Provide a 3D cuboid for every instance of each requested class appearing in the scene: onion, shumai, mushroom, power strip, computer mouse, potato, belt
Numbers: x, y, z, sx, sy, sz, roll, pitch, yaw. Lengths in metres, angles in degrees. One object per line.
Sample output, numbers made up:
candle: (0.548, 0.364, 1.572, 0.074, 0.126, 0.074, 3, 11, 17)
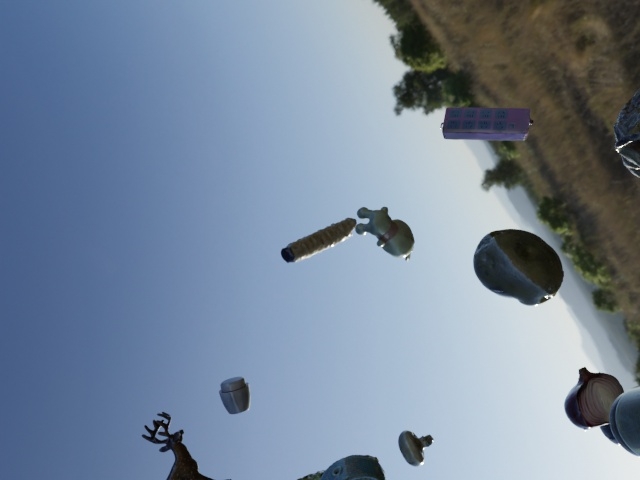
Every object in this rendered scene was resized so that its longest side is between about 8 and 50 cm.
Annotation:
onion: (0.715, 0.424, 1.626, 0.205, 0.098, 0.151, -14, -113, -33)
shumai: (0.834, -0.290, 1.468, 0.267, 0.314, 0.262, 29, -156, 37)
mushroom: (0.219, 0.463, 1.367, 0.085, 0.079, 0.085, -24, -90, -82)
power strip: (0.509, -0.360, 1.867, 0.037, 0.278, 0.109, 67, -147, -53)
computer mouse: (0.997, 0.644, 2.050, 0.122, 0.073, 0.217, 48, -174, 22)
potato: (0.490, 0.065, 1.504, 0.160, 0.178, 0.235, 21, -162, -42)
belt: (0.060, 0.507, 1.201, 0.148, 0.163, 0.082, 53, -174, -20)

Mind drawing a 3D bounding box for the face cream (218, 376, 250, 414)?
face cream: (-0.251, 0.458, 1.792, 0.091, 0.091, 0.095, -21, -82, -75)

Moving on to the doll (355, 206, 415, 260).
doll: (0.244, -0.021, 2.095, 0.275, 0.113, 0.155, 32, -123, -27)

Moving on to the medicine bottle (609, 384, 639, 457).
medicine bottle: (0.681, 0.329, 1.125, 0.151, 0.151, 0.322, 63, 168, 17)

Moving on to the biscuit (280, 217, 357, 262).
biscuit: (0.000, 0.000, 1.525, 0.219, 0.061, 0.055, -25, -100, -31)

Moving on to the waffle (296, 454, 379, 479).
waffle: (0.045, 0.658, 1.703, 0.204, 0.223, 0.054, -3, -115, -43)

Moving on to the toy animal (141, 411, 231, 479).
toy animal: (-0.358, 0.585, 1.519, 0.260, 0.087, 0.243, 35, -133, -11)
